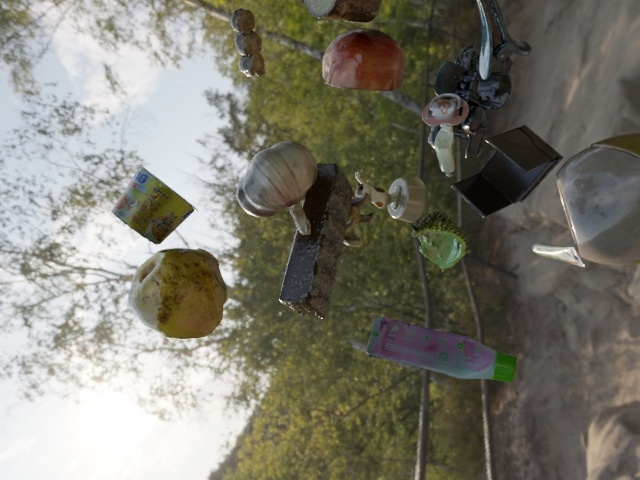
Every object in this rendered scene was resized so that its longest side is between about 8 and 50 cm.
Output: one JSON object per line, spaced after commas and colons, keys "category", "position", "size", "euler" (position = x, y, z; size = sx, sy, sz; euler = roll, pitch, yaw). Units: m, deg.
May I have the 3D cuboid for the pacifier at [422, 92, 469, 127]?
{"category": "pacifier", "position": [0.276, -0.275, 1.073], "size": [0.078, 0.099, 0.081], "euler": [50, -132, -56]}

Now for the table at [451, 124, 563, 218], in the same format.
{"category": "table", "position": [0.688, -0.253, 1.820], "size": [0.282, 0.196, 0.250], "euler": [-22, -25, -39]}

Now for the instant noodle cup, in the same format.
{"category": "instant noodle cup", "position": [-0.465, -0.090, 1.362], "size": [0.153, 0.205, 0.205], "euler": [-52, -10, -5]}

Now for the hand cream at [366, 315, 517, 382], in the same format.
{"category": "hand cream", "position": [0.230, 0.216, 0.949], "size": [0.079, 0.275, 0.050], "euler": [-57, -28, -50]}

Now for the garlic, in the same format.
{"category": "garlic", "position": [-0.092, -0.124, 1.307], "size": [0.245, 0.253, 0.245], "euler": [-35, -2, -1]}

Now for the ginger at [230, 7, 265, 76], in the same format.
{"category": "ginger", "position": [-0.230, -0.616, 1.536], "size": [0.080, 0.104, 0.204], "euler": [-38, -42, -34]}

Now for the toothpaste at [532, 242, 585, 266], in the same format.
{"category": "toothpaste", "position": [0.848, 0.042, 1.769], "size": [0.314, 0.058, 0.056], "euler": [-102, 26, -85]}

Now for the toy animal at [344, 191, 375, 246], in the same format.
{"category": "toy animal", "position": [0.090, -0.081, 1.624], "size": [0.121, 0.169, 0.233], "euler": [63, -146, -39]}

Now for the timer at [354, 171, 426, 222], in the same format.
{"category": "timer", "position": [0.238, -0.164, 1.834], "size": [0.175, 0.266, 0.175], "euler": [-175, 90, -68]}

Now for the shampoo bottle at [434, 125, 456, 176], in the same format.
{"category": "shampoo bottle", "position": [0.238, -0.157, 0.923], "size": [0.141, 0.034, 0.049], "euler": [49, -134, -63]}

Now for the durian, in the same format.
{"category": "durian", "position": [0.256, -0.005, 1.048], "size": [0.100, 0.086, 0.215], "euler": [-42, -46, 3]}

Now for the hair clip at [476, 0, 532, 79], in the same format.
{"category": "hair clip", "position": [0.214, -0.348, 0.691], "size": [0.275, 0.083, 0.048], "euler": [40, -144, -40]}

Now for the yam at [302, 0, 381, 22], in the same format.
{"category": "yam", "position": [0.070, -0.689, 1.393], "size": [0.238, 0.128, 0.129], "euler": [-16, -48, -45]}

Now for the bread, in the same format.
{"category": "bread", "position": [0.000, 0.000, 1.393], "size": [0.165, 0.113, 0.416], "euler": [48, -128, -63]}

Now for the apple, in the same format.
{"category": "apple", "position": [0.130, -0.577, 1.543], "size": [0.293, 0.251, 0.163], "euler": [-120, 30, -59]}

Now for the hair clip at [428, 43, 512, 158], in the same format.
{"category": "hair clip", "position": [0.398, -0.387, 1.321], "size": [0.206, 0.195, 0.310], "euler": [17, -89, -78]}

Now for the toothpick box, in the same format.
{"category": "toothpick box", "position": [0.985, -0.136, 1.505], "size": [0.409, 0.425, 0.408], "euler": [45, -144, -47]}

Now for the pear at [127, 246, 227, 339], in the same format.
{"category": "pear", "position": [-0.384, 0.151, 1.349], "size": [0.271, 0.271, 0.271], "euler": [23, -90, -82]}
